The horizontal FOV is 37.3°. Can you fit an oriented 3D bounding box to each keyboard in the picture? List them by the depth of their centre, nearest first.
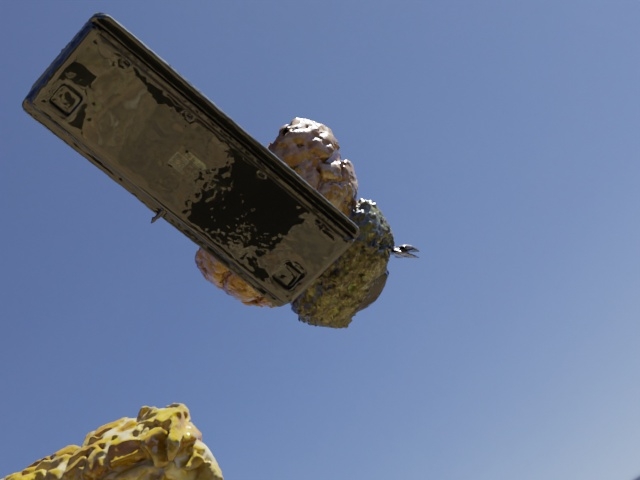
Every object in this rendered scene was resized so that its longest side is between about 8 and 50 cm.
[{"bbox_3d":[-0.084,-0.046,0.635,0.230,0.025,0.094,40,-71,-19],"label":"keyboard"}]

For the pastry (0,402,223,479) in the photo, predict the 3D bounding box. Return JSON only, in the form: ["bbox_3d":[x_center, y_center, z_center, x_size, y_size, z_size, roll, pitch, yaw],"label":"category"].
[{"bbox_3d":[-0.211,0.239,0.836,0.250,0.154,0.102,-28,-67,-9],"label":"pastry"}]

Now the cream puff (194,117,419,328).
[{"bbox_3d":[0.000,0.000,0.880,0.183,0.169,0.183,-54,-5,-7],"label":"cream puff"}]
